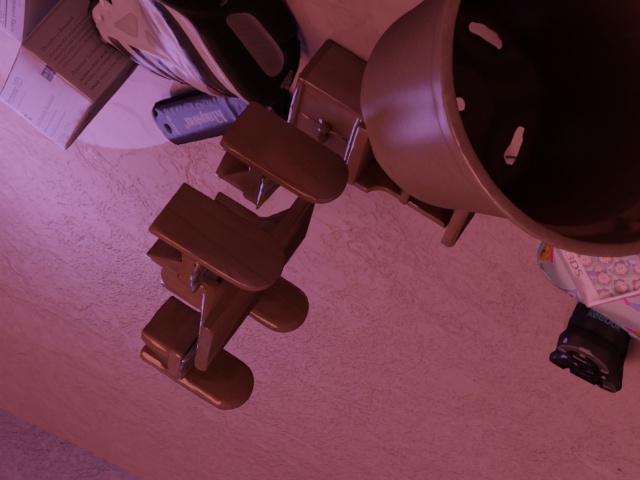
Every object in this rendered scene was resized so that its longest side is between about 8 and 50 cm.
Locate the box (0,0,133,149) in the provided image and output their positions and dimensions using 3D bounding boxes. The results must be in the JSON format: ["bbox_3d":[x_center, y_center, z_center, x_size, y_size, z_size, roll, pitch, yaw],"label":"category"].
[{"bbox_3d":[-0.312,-0.245,2.091,0.119,0.182,0.181,39,153,-5],"label":"box"}]

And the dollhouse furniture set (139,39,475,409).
[{"bbox_3d":[0.000,0.000,1.876,0.256,0.394,0.362,32,153,8],"label":"dollhouse furniture set"}]

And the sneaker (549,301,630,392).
[{"bbox_3d":[0.354,0.123,1.992,0.101,0.106,0.267,27,172,9],"label":"sneaker"}]

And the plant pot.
[{"bbox_3d":[0.195,-0.147,1.547,0.334,0.334,0.305,45,163,-16],"label":"plant pot"}]

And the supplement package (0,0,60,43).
[{"bbox_3d":[-0.439,-0.396,2.054,0.244,0.134,0.139,35,153,4],"label":"supplement package"}]

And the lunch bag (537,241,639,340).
[{"bbox_3d":[0.394,0.005,1.699,0.279,0.108,0.224,30,130,6],"label":"lunch bag"}]

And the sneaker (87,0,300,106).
[{"bbox_3d":[-0.230,-0.331,1.872,0.257,0.169,0.447,8,144,40],"label":"sneaker"}]

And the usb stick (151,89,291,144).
[{"bbox_3d":[-0.137,-0.175,2.145,0.077,0.045,0.278,48,151,-23],"label":"usb stick"}]

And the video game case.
[{"bbox_3d":[0.313,-0.009,1.650,0.157,0.019,0.143,-19,107,39],"label":"video game case"}]

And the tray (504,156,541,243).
[{"bbox_3d":[0.339,-0.016,1.854,0.270,0.030,0.145,15,145,36],"label":"tray"}]
